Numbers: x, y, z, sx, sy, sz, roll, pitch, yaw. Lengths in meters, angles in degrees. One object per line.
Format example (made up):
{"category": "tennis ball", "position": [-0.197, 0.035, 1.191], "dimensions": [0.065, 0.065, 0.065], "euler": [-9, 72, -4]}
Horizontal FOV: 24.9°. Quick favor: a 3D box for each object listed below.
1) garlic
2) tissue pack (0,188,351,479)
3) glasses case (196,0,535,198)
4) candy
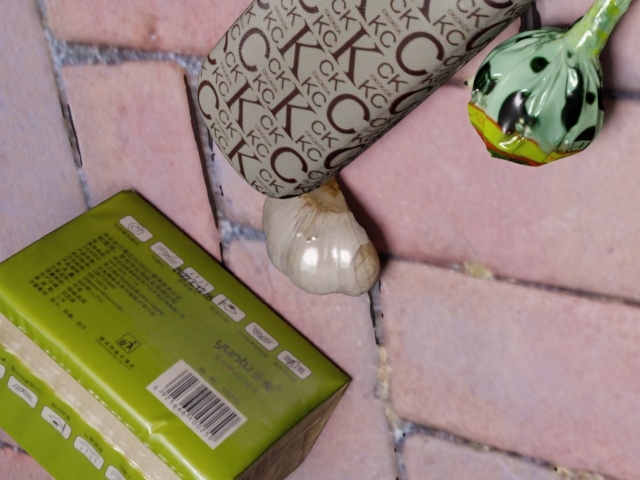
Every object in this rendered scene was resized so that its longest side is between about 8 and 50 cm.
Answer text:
{"category": "garlic", "position": [-0.003, 0.004, 1.173], "dimensions": [0.113, 0.074, 0.094], "euler": [38, 140, 27]}
{"category": "tissue pack", "position": [-0.151, 0.122, 1.276], "dimensions": [0.274, 0.200, 0.167], "euler": [39, 132, 14]}
{"category": "glasses case", "position": [0.030, -0.152, 1.042], "dimensions": [0.137, 0.085, 0.354], "euler": [56, 135, 6]}
{"category": "candy", "position": [0.190, -0.169, 0.920], "dimensions": [0.091, 0.083, 0.305], "euler": [23, 126, -11]}
